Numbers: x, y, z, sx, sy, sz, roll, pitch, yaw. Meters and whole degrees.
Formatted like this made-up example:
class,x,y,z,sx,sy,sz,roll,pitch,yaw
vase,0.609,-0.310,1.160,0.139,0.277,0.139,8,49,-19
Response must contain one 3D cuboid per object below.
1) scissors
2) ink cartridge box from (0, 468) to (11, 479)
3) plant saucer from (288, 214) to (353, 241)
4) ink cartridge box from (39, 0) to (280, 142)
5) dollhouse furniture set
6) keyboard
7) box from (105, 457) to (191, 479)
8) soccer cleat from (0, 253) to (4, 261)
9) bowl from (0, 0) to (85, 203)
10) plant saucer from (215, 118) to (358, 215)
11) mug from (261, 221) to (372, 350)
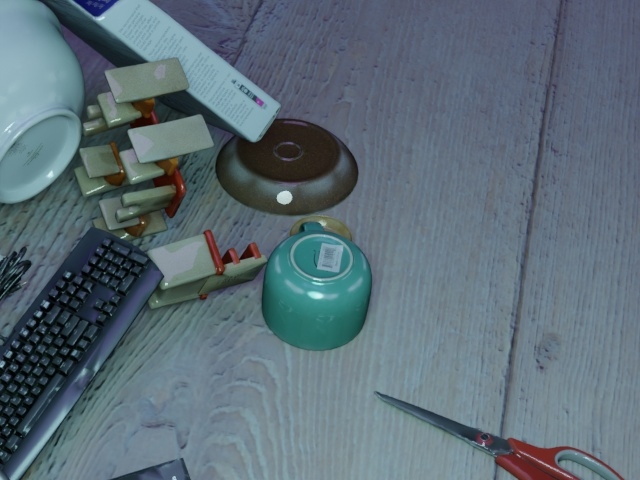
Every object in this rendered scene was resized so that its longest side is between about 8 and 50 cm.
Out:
class,x,y,z,sx,sy,sz,roll,pitch,yaw
scissors,0.202,0.225,1.336,0.297,0.021,0.109,33,52,28
ink cartridge box,-0.393,0.246,1.169,0.203,0.086,0.148,36,70,29
plant saucer,0.000,0.000,1.556,0.083,0.015,0.083,3,43,-3
ink cartridge box,-0.246,-0.265,1.541,0.071,0.330,0.324,-54,31,-4
dollhouse furniture set,-0.179,-0.059,1.441,0.135,0.262,0.259,-17,74,-25
keyboard,-0.326,0.113,1.307,0.201,0.033,0.317,21,64,27
box,-0.184,0.369,1.031,0.242,0.076,0.307,-14,64,-21
soccer cleat,-0.461,0.012,1.448,0.196,0.076,0.068,15,44,10
bowl,-0.389,-0.140,1.478,0.134,0.298,0.298,40,52,17
plant saucer,-0.045,-0.111,1.658,0.198,0.036,0.199,3,43,-3
mug,-0.011,0.043,1.440,0.129,0.097,0.158,-27,57,-29
